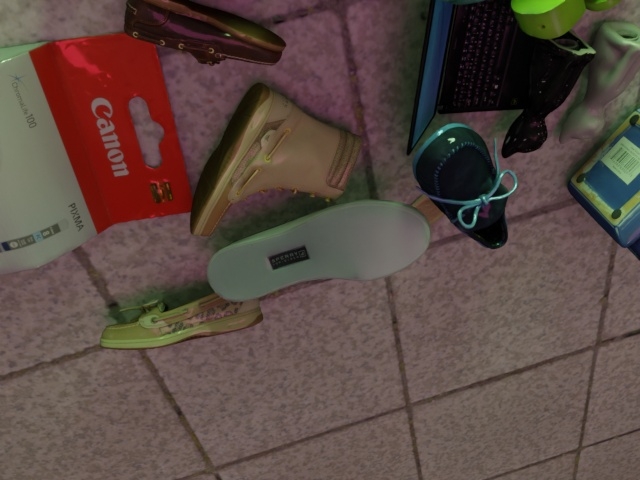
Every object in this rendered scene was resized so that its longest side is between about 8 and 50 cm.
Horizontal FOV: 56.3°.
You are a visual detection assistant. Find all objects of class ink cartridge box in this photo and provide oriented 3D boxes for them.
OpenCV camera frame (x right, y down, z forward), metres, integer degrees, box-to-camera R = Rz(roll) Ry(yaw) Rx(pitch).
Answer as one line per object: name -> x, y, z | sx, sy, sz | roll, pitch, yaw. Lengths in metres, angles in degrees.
ink cartridge box -> -0.392, -0.106, 0.832 | 0.384, 0.091, 0.308 | -10, 130, -7

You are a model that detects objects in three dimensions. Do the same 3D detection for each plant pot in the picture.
plant pot -> 0.600, -0.087, 1.054 | 0.212, 0.236, 0.236 | 26, 117, -23

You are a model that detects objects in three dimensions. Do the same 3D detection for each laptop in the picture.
laptop -> 0.242, -0.265, 0.861 | 0.264, 0.137, 0.234 | -6, 129, -12

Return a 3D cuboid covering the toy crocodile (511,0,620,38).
toy crocodile -> 0.374, -0.424, 0.778 | 0.115, 0.105, 0.341 | 12, 108, -51

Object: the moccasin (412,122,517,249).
moccasin -> 0.254, -0.077, 0.955 | 0.137, 0.117, 0.342 | -41, 151, 13

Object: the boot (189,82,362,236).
boot -> -0.073, -0.091, 0.937 | 0.203, 0.095, 0.262 | 20, 114, -30

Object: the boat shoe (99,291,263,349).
boat shoe -> -0.249, 0.133, 1.069 | 0.285, 0.104, 0.089 | -10, 92, -15

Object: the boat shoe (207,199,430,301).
boat shoe -> 0.001, 0.009, 1.008 | 0.366, 0.156, 0.136 | -17, 103, 12

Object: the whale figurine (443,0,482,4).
whale figurine -> 0.063, -0.330, 0.683 | 0.216, 0.272, 0.141 | -29, 154, -58

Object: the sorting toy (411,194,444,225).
sorting toy -> 0.204, -0.065, 1.088 | 0.062, 0.012, 0.083 | 35, 115, -29

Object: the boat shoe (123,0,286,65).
boat shoe -> -0.151, -0.270, 0.787 | 0.206, 0.073, 0.073 | 16, 121, -18

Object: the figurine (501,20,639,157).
figurine -> 0.403, -0.232, 0.960 | 0.214, 0.092, 0.210 | -13, 139, -23
